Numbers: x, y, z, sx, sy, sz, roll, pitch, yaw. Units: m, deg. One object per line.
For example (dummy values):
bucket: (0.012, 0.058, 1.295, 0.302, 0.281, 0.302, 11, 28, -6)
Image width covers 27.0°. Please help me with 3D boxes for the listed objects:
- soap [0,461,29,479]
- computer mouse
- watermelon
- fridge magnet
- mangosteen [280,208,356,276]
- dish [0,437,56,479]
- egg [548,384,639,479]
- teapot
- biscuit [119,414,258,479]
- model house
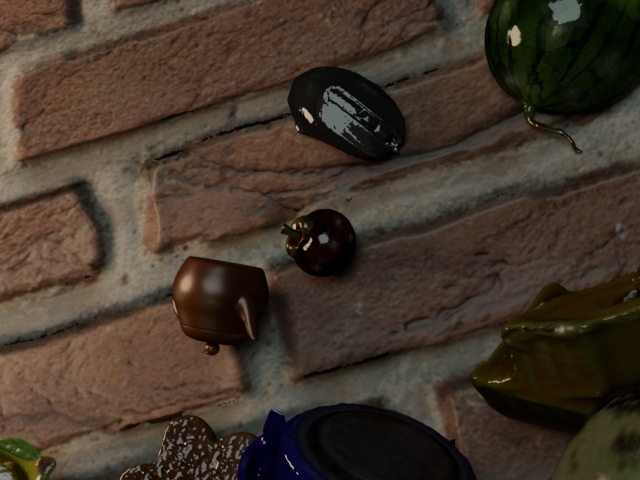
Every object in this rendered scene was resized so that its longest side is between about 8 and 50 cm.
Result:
soap: (-0.325, 0.402, 1.364, 0.199, 0.091, 0.315, -31, 80, -2)
computer mouse: (0.029, -0.160, 1.620, 0.172, 0.057, 0.099, 35, 76, 25)
watermelon: (0.287, -0.255, 1.555, 0.204, 0.127, 0.232, 37, 84, 25)
fridge magnet: (0.049, 0.249, 1.310, 0.265, 0.265, 0.113, 28, 115, 26)
mangosteen: (0.002, 0.002, 1.533, 0.080, 0.081, 0.081, -7, 62, 13)
dish: (-0.371, 0.304, 1.489, 0.207, 0.080, 0.149, -27, 60, 4)
egg: (0.379, 0.307, 1.118, 0.345, 0.345, 0.428, -42, 71, -7)
teapot: (-0.120, 0.077, 1.524, 0.173, 0.116, 0.116, 10, 64, 50)
biscuit: (-0.149, 0.308, 1.446, 0.179, 0.039, 0.236, 17, 71, 21)
model house: (0.260, 0.097, 1.316, 0.239, 0.268, 0.173, -19, 61, 15)
